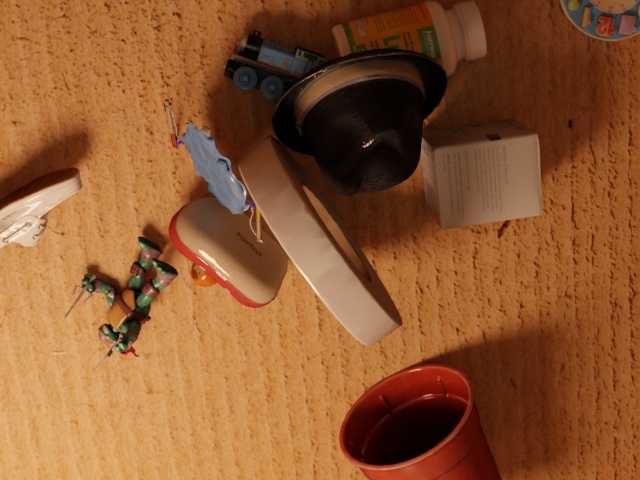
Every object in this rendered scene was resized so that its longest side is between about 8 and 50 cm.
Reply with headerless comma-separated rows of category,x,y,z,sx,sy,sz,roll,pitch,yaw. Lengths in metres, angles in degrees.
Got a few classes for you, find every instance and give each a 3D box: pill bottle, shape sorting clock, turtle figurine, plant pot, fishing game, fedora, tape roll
pill bottle,0.153,-0.332,1.826,0.246,0.136,0.136,-15,108,-1
shape sorting clock,0.519,-0.455,1.873,0.206,0.040,0.206,-2,108,-5
turtle figurine,-0.360,0.117,1.937,0.175,0.118,0.234,42,100,26
plant pot,0.214,0.423,2.020,0.272,0.272,0.265,-28,116,4
fishing game,-0.174,-0.126,1.803,0.041,0.189,0.264,-35,66,-19
fedora,0.079,-0.174,1.768,0.334,0.334,0.152,-13,70,-1
tape roll,0.000,0.000,1.787,0.072,0.392,0.392,-36,107,6

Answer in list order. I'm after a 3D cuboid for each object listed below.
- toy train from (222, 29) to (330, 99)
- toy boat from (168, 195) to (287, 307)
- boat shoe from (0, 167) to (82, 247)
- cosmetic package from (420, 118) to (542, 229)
toy train,-0.075,-0.296,1.852,0.184,0.080,0.105,18,96,-8
toy boat,-0.182,0.033,1.927,0.231,0.151,0.151,43,128,-16
boat shoe,-0.526,-0.036,1.883,0.277,0.098,0.096,-26,109,13
cosmetic package,0.283,-0.121,1.898,0.184,0.151,0.151,-9,108,-3
